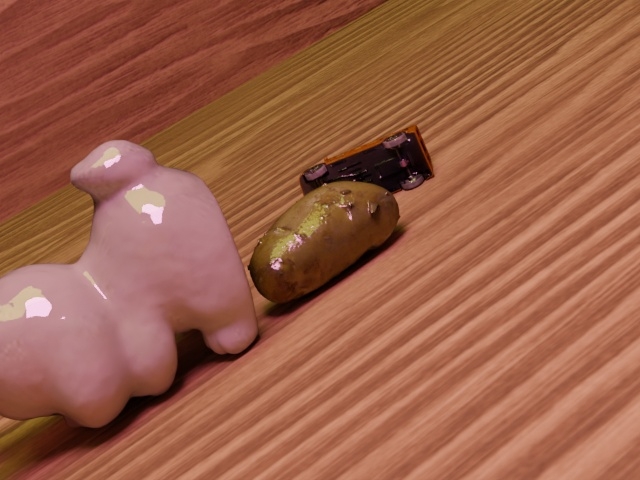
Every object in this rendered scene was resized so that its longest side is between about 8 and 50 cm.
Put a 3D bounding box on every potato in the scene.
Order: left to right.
[{"bbox_3d":[0.000,0.000,1.084,0.188,0.085,0.105,-40,43,-26],"label":"potato"}]

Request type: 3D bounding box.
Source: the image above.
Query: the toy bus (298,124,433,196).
[{"bbox_3d":[0.057,-0.087,1.266,0.162,0.070,0.074,-21,18,15],"label":"toy bus"}]

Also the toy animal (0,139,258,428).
[{"bbox_3d":[-0.260,0.065,1.004,0.367,0.241,0.196,-32,16,-16],"label":"toy animal"}]
